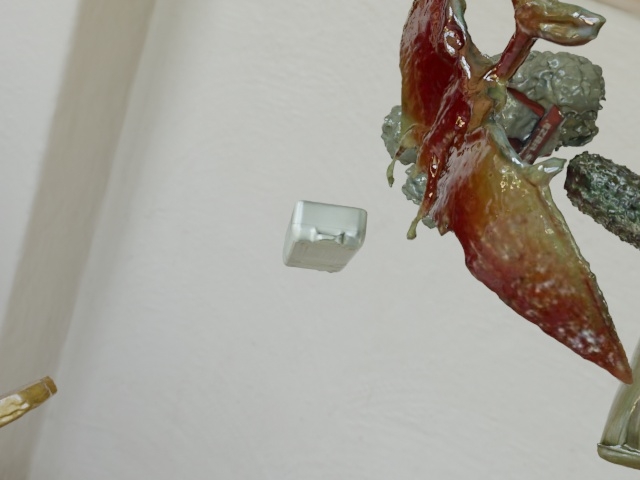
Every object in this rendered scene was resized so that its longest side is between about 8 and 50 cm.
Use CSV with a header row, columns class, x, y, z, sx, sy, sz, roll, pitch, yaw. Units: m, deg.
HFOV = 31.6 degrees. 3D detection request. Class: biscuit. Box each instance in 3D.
class,x,y,z,sx,sy,sz,roll,pitch,yaw
biscuit,-0.426,0.224,1.316,0.249,0.035,0.184,-23,1,-9

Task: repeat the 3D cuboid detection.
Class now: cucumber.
class,x,y,z,sx,sy,sz,roll,pitch,yaw
cucumber,0.401,-0.042,1.417,0.096,0.096,0.359,10,17,-24

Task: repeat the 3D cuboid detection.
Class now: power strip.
class,x,y,z,sx,sy,sz,roll,pitch,yaw
power strip,0.000,0.000,1.597,0.098,0.058,0.338,6,-9,-4

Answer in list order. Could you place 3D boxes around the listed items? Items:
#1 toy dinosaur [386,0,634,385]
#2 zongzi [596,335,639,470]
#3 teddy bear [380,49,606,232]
class,x,y,z,sx,sy,sz,roll,pitch,yaw
toy dinosaur,0.117,-0.082,0.731,0.113,0.206,0.327,12,21,-24
zongzi,0.521,0.104,1.076,0.447,0.418,0.181,14,13,26
teddy bear,0.296,-0.130,1.866,0.358,0.367,0.224,-18,35,2
